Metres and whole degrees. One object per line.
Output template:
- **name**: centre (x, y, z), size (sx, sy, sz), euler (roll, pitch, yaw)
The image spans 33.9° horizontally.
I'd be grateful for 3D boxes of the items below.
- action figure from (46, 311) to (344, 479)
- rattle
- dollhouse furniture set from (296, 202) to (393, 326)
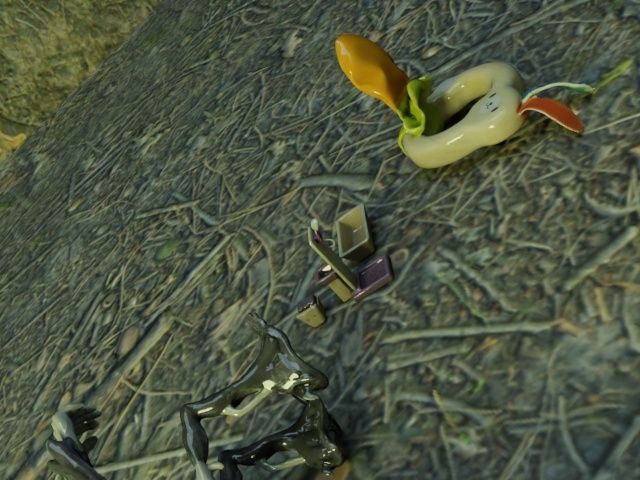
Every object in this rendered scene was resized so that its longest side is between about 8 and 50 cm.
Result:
- **action figure**: centre (-0.112, 0.187, 0.744), size (0.275, 0.164, 0.141), euler (-41, 36, -17)
- **rattle**: centre (0.126, -0.146, 0.923), size (0.130, 0.143, 0.199), euler (-32, 16, -21)
- **dollhouse furniture set**: centre (0.000, 0.000, 0.935), size (0.091, 0.081, 0.114), euler (-34, 28, 18)
